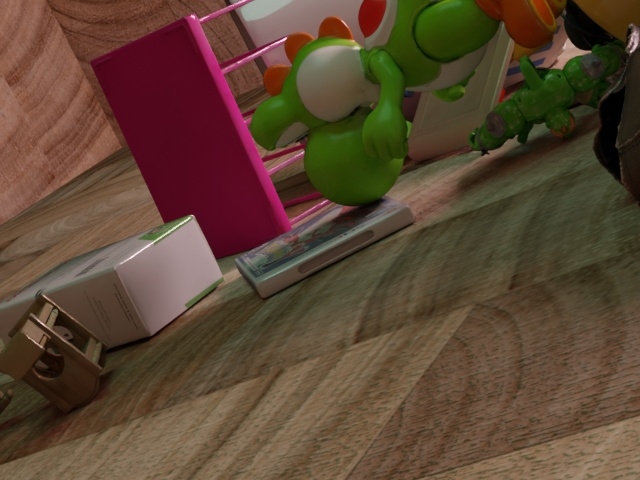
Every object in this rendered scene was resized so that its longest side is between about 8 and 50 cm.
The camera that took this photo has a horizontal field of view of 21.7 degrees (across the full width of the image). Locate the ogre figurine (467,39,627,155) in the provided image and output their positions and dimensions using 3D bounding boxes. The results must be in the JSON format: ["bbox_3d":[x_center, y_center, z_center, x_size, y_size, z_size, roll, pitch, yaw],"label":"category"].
[{"bbox_3d":[0.244,-0.156,1.813,0.197,0.097,0.118,-12,2,14],"label":"ogre figurine"}]

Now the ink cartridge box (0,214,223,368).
[{"bbox_3d":[-0.248,0.064,1.925,0.219,0.093,0.160,-19,12,37],"label":"ink cartridge box"}]

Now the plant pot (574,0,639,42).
[{"bbox_3d":[0.382,-0.335,1.745,0.239,0.254,0.254,-53,-8,36],"label":"plant pot"}]

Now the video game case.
[{"bbox_3d":[0.000,0.000,1.832,0.183,0.023,0.201,-27,10,-6],"label":"video game case"}]

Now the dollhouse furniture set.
[{"bbox_3d":[-0.297,0.161,1.665,0.161,0.101,0.182,-50,9,6],"label":"dollhouse furniture set"}]

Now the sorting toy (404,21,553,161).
[{"bbox_3d":[0.187,-0.198,2.042,0.347,0.047,0.196,-16,57,59],"label":"sorting toy"}]

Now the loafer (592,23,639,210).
[{"bbox_3d":[0.283,-0.119,1.403,0.130,0.134,0.366,-24,10,12],"label":"loafer"}]

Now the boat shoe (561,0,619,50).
[{"bbox_3d":[0.344,-0.275,1.982,0.113,0.127,0.340,-46,-13,25],"label":"boat shoe"}]

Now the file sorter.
[{"bbox_3d":[-0.112,-0.148,2.118,0.202,0.291,0.182,-15,12,47],"label":"file sorter"}]

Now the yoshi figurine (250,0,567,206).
[{"bbox_3d":[0.101,-0.161,1.800,0.362,0.203,0.203,-30,52,23],"label":"yoshi figurine"}]

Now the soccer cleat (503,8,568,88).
[{"bbox_3d":[0.289,-0.301,2.158,0.331,0.116,0.143,-39,-40,25],"label":"soccer cleat"}]

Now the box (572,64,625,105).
[{"bbox_3d":[0.353,-0.198,1.941,0.137,0.027,0.094,-16,14,43],"label":"box"}]

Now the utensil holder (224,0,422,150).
[{"bbox_3d":[0.096,-0.315,2.355,0.385,0.328,0.327,-28,10,0],"label":"utensil holder"}]
